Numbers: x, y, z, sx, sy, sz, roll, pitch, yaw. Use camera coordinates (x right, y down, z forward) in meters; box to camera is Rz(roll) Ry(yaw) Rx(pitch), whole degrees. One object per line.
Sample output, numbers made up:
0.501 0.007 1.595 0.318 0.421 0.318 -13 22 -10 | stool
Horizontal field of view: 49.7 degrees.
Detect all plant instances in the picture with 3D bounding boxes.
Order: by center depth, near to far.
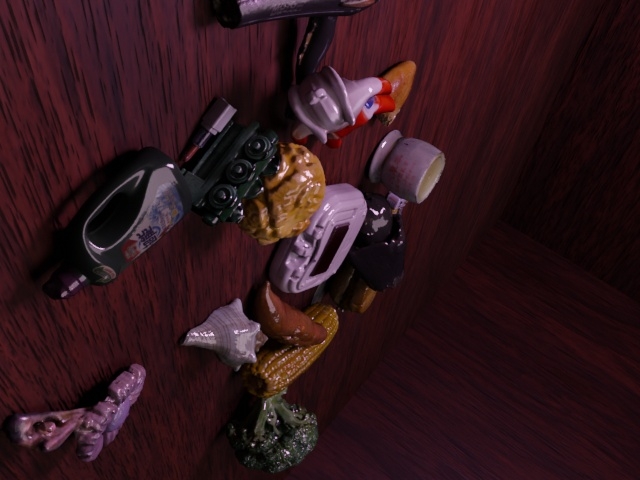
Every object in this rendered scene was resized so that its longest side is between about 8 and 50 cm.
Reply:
0.135 0.004 1.714 0.141 0.165 0.256 -81 154 -59 | plant

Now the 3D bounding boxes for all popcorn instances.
-0.072 -0.076 1.142 0.180 0.180 0.170 -47 -162 -25 | popcorn

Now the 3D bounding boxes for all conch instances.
-0.172 0.195 1.429 0.137 0.114 0.234 -66 158 -13 | conch

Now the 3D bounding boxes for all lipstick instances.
-0.164 -0.154 0.985 0.107 0.025 0.025 -51 161 4 | lipstick

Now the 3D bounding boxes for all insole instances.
-0.006 0.161 1.936 0.080 0.003 0.232 -30 148 -53 | insole

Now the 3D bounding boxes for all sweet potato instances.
-0.086 0.193 1.619 0.106 0.095 0.354 -41 146 1 | sweet potato

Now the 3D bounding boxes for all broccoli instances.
-0.135 0.495 1.888 0.270 0.270 0.270 -21 108 -60 | broccoli

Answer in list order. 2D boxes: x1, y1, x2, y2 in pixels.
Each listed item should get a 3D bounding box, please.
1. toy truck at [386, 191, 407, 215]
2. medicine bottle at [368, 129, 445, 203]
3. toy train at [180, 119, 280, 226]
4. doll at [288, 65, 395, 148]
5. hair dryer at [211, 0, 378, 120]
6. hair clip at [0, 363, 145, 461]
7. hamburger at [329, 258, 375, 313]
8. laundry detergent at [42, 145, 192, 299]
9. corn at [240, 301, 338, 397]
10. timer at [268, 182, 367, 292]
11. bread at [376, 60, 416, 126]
0.200 -0.085 1.956 0.063 0.052 0.123 -25 147 -46 | toy truck
0.206 -0.179 1.670 0.147 0.143 0.147 -48 156 -30 | medicine bottle
-0.136 -0.103 1.015 0.170 0.111 0.071 -55 163 -12 | toy train
0.030 -0.211 1.130 0.188 0.099 0.384 -32 180 12 | doll
-0.033 -0.280 1.022 0.304 0.120 0.359 -34 162 -30 | hair dryer
-0.381 0.292 1.129 0.173 0.069 0.300 -59 161 10 | hair clip
0.108 0.095 1.931 0.189 0.122 0.215 -44 156 -51 | hamburger
-0.269 -0.014 0.887 0.221 0.078 0.144 -45 157 -22 | laundry detergent
-0.068 0.276 1.790 0.344 0.131 0.131 -38 154 -45 | corn
0.000 0.000 1.548 0.237 0.087 0.262 -19 139 -60 | timer
0.161 -0.323 1.462 0.136 0.054 0.154 -56 164 -9 | bread
